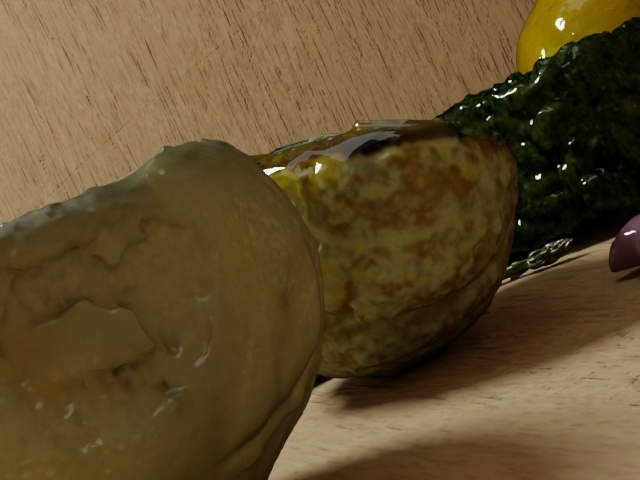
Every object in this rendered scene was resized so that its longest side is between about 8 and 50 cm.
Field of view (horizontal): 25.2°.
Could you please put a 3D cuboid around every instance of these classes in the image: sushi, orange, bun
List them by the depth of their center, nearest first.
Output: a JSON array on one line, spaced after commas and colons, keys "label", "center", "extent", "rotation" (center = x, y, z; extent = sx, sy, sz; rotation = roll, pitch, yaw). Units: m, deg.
[{"label": "bun", "center": [-0.137, 0.112, 0.859], "extent": [0.364, 0.202, 0.364], "rotation": [-39, -4, -3]}, {"label": "orange", "center": [0.024, 0.008, 1.200], "extent": [0.270, 0.211, 0.368], "rotation": [-2, 4, -5]}, {"label": "sushi", "center": [0.235, -0.092, 1.533], "extent": [0.294, 0.178, 0.352], "rotation": [-25, 0, -41]}, {"label": "orange", "center": [0.383, -0.221, 1.782], "extent": [0.279, 0.279, 0.235], "rotation": [-25, 33, -5]}]

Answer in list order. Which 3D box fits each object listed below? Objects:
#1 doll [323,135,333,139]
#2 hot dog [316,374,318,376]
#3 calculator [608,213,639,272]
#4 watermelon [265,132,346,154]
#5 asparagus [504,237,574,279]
[{"label": "doll", "center": [0.000, 0.000, 1.624], "extent": [0.336, 0.200, 0.105], "rotation": [-31, 3, -27]}, {"label": "hot dog", "center": [-0.046, 0.116, 1.325], "extent": [0.168, 0.061, 0.078], "rotation": [1, 4, -19]}, {"label": "calculator", "center": [0.371, -0.046, 1.103], "extent": [0.294, 0.043, 0.194], "rotation": [-24, 3, -7]}, {"label": "watermelon", "center": [-0.015, -0.004, 1.765], "extent": [0.305, 0.224, 0.180], "rotation": [-21, 19, -28]}, {"label": "asparagus", "center": [0.149, 0.043, 1.404], "extent": [0.232, 0.022, 0.023], "rotation": [-24, -27, 28]}]
